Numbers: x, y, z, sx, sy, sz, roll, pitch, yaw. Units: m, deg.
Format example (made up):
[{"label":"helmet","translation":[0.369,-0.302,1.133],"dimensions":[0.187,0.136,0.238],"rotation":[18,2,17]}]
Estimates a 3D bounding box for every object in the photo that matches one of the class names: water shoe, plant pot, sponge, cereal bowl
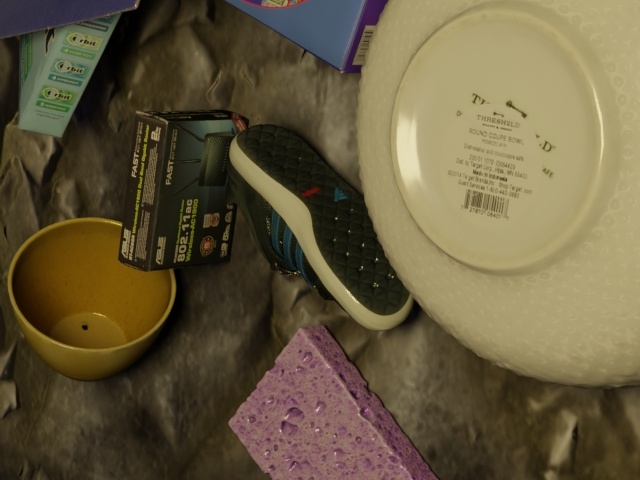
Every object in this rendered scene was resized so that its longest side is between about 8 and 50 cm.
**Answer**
[{"label":"water shoe","translation":[0.000,0.000,1.287],"dimensions":[0.203,0.073,0.080],"rotation":[53,146,28]},{"label":"plant pot","translation":[-0.190,0.062,1.419],"dimensions":[0.134,0.134,0.095],"rotation":[50,150,25]},{"label":"sponge","translation":[0.022,0.180,1.297],"dimensions":[0.210,0.031,0.117],"rotation":[53,125,24]},{"label":"cereal bowl","translation":[0.150,-0.067,1.092],"dimensions":[0.339,0.141,0.339],"rotation":[4,97,40]}]

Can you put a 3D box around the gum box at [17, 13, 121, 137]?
[{"label":"gum box","translation":[-0.196,-0.201,1.375],"dimensions":[0.184,0.041,0.157],"rotation":[124,149,-43]}]

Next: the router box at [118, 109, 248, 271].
[{"label":"router box","translation":[-0.107,-0.040,1.346],"dimensions":[0.038,0.092,0.122],"rotation":[18,106,38]}]

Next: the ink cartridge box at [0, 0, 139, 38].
[{"label":"ink cartridge box","translation":[-0.184,-0.312,1.285],"dimensions":[0.303,0.072,0.307],"rotation":[1,72,58]}]

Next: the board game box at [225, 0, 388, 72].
[{"label":"board game box","translation":[0.013,-0.324,1.223],"dimensions":[0.233,0.078,0.347],"rotation":[34,116,33]}]
